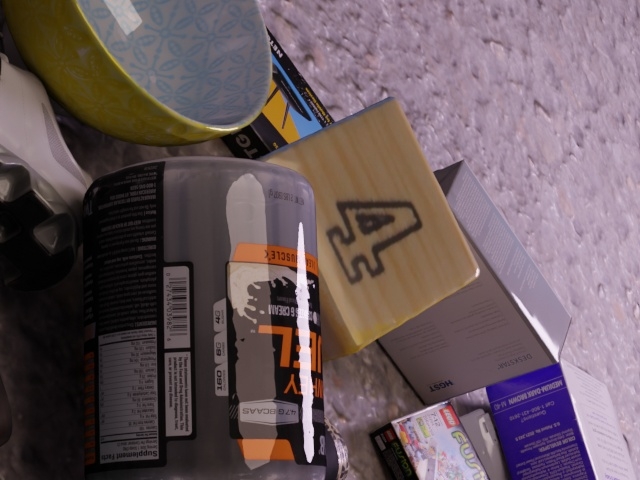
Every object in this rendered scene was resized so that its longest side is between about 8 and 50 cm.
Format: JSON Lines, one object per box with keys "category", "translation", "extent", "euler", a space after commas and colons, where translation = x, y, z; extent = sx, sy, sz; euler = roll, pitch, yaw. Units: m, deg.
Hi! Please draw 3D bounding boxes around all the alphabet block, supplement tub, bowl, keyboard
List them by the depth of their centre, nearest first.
{"category": "supplement tub", "translation": [-0.094, 0.104, 1.144], "extent": [0.194, 0.194, 0.316], "euler": [11, 73, -50]}
{"category": "bowl", "translation": [-0.194, -0.196, 1.288], "extent": [0.289, 0.156, 0.289], "euler": [39, 37, -37]}
{"category": "alphabet block", "translation": [0.000, 0.000, 1.383], "extent": [0.193, 0.192, 0.197], "euler": [-28, 95, -35]}
{"category": "keyboard", "translation": [0.210, 0.319, 1.616], "extent": [0.072, 0.014, 0.256], "euler": [-12, 79, -49]}

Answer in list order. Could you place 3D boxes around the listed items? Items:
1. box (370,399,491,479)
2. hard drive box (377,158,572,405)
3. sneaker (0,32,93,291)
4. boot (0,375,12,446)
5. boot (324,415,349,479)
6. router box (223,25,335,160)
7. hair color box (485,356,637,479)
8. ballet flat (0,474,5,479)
{"category": "box", "translation": [0.143, 0.282, 1.542], "extent": [0.114, 0.036, 0.207], "euler": [-13, 72, -50]}
{"category": "hard drive box", "translation": [0.138, 0.052, 1.576], "extent": [0.232, 0.181, 0.089], "euler": [55, 36, -18]}
{"category": "sneaker", "translation": [-0.305, -0.119, 1.160], "extent": [0.330, 0.122, 0.146], "euler": [56, 26, -25]}
{"category": "boot", "translation": [-0.380, 0.074, 0.995], "extent": [0.280, 0.096, 0.264], "euler": [-18, 94, -48]}
{"category": "boot", "translation": [-0.075, 0.159, 1.325], "extent": [0.236, 0.085, 0.178], "euler": [43, 6, 13]}
{"category": "router box", "translation": [-0.061, -0.144, 1.540], "extent": [0.179, 0.046, 0.133], "euler": [53, 38, -19]}
{"category": "hair color box", "translation": [0.311, 0.323, 1.662], "extent": [0.185, 0.110, 0.338], "euler": [30, 40, -57]}
{"category": "ballet flat", "translation": [-0.255, 0.208, 0.957], "extent": [0.409, 0.147, 0.147], "euler": [59, 33, -36]}
